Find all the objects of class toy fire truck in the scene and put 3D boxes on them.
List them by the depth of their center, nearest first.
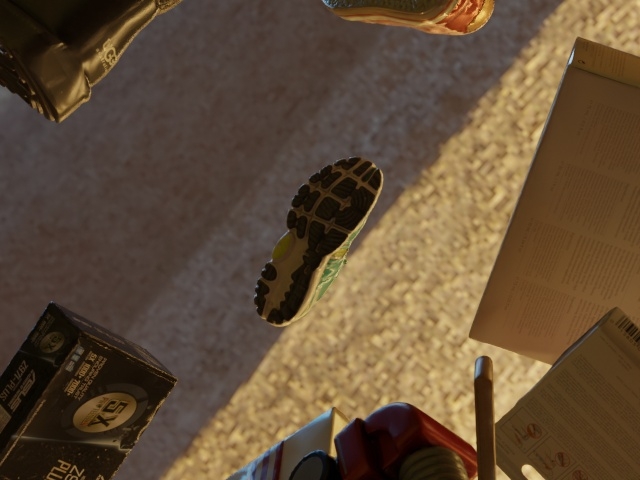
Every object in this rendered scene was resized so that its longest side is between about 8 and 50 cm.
[{"bbox_3d":[0.087,0.194,1.238,0.246,0.158,0.217,-45,-153,18],"label":"toy fire truck"}]

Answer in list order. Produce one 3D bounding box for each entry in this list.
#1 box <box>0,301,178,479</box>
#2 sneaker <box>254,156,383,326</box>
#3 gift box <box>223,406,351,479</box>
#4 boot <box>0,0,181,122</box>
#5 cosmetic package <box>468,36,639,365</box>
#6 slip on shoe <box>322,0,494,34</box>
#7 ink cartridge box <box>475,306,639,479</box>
[{"bbox_3d":[-0.265,0.178,1.620,0.180,0.147,0.077,-55,-137,0],"label":"box"},{"bbox_3d":[0.000,0.000,2.197,0.107,0.110,0.275,38,-77,21],"label":"sneaker"},{"bbox_3d":[0.007,0.380,1.871,0.276,0.255,0.258,-41,-160,26],"label":"gift box"},{"bbox_3d":[-0.194,-0.348,1.458,0.367,0.146,0.445,38,-108,25],"label":"boot"},{"bbox_3d":[0.361,-0.010,1.752,0.097,0.284,0.377,-61,170,-57],"label":"cosmetic package"},{"bbox_3d":[0.100,-0.319,1.953,0.331,0.101,0.123,26,-87,56],"label":"slip on shoe"},{"bbox_3d":[0.303,0.209,1.644,0.066,0.189,0.232,-36,169,-45],"label":"ink cartridge box"}]
